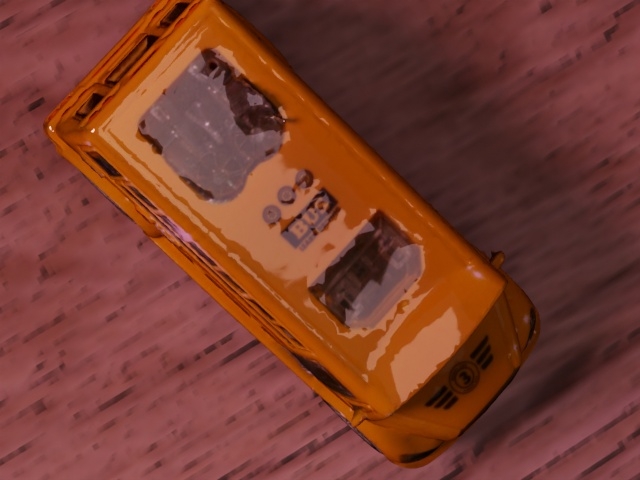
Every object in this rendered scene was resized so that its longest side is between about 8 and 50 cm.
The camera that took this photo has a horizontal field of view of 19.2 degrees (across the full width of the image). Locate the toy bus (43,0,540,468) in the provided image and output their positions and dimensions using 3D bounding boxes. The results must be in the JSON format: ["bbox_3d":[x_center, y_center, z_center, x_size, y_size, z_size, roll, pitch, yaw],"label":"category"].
[{"bbox_3d":[0.000,0.000,0.560,0.162,0.074,0.069,43,84,-16],"label":"toy bus"}]
